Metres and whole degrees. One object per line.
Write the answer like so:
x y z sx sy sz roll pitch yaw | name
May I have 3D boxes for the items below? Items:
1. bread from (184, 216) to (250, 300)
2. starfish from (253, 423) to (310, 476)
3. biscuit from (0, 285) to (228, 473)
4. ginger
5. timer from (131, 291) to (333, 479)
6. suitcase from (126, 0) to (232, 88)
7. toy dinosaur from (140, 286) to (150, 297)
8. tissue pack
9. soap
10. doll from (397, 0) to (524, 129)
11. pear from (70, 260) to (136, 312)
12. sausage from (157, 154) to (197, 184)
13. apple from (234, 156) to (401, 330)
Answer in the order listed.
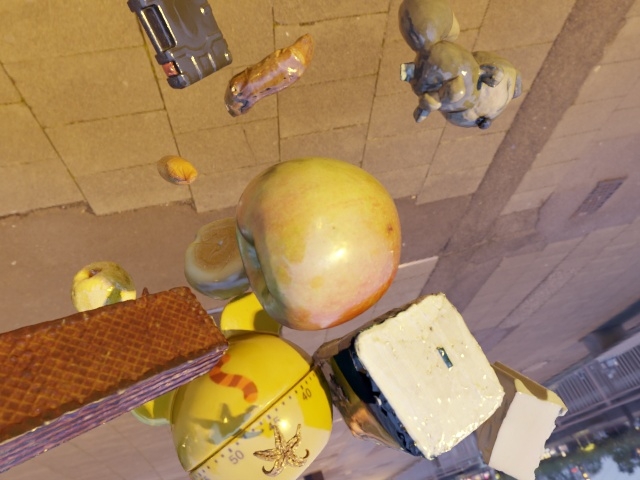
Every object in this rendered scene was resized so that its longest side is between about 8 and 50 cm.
-0.203 0.040 0.977 0.214 0.213 0.104 -18 135 -2 | bread
-0.057 0.331 0.682 0.091 0.078 0.028 -48 175 -23 | starfish
-0.270 0.142 0.422 0.389 0.107 0.073 -13 145 -54 | biscuit
-0.148 -0.444 1.185 0.310 0.106 0.133 -27 -174 19 | ginger
-0.169 0.339 0.939 0.376 0.387 0.376 -40 169 -10 | timer
-0.352 -0.547 1.073 0.066 0.206 0.285 5 130 38 | suitcase
-0.427 0.304 1.108 0.206 0.113 0.327 -46 144 -27 | toy dinosaur
0.164 0.305 0.996 0.254 0.263 0.416 -26 170 -20 | tissue pack
0.521 0.506 1.271 0.159 0.257 0.302 19 -179 -9 | soap
0.398 -0.490 1.190 0.253 0.377 0.383 -1 -177 45 | doll
-0.607 0.149 1.219 0.178 0.177 0.178 -13 147 -9 | pear
-0.501 -0.243 1.513 0.112 0.328 0.111 -7 106 -27 | sausage
0.000 0.000 0.784 0.278 0.319 0.319 -17 149 -22 | apple
